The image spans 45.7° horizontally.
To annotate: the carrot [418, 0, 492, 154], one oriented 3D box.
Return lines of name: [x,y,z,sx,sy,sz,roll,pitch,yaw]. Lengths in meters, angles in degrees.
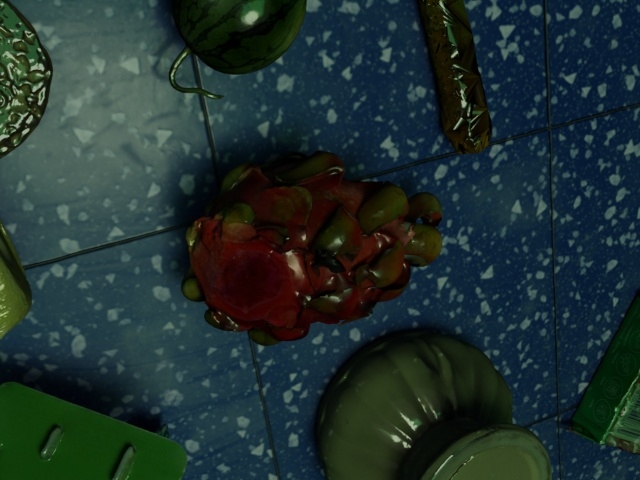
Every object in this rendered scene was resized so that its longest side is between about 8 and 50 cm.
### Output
carrot: [0.176,-0.225,0.992,0.069,0.069,0.229,-24,114,-14]

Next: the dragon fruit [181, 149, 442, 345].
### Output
dragon fruit: [-0.004,0.013,0.911,0.307,0.243,0.227,20,139,-9]

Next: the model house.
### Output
model house: [-0.311,0.369,0.901,0.242,0.313,0.358,19,68,-1]

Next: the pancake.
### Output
pancake: [-0.377,-0.175,0.797,0.184,0.020,0.191,-9,109,-21]

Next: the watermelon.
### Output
watermelon: [-0.101,-0.240,0.825,0.187,0.141,0.141,-42,118,-1]

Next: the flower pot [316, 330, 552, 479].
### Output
flower pot: [0.164,0.300,1.061,0.307,0.244,0.308,-7,111,-20]

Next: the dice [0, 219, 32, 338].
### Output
dice: [-0.407,0.028,0.766,0.169,0.169,0.166,-27,115,-14]

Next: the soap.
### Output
soap: [0.555,0.236,1.288,0.217,0.098,0.273,20,98,-27]
